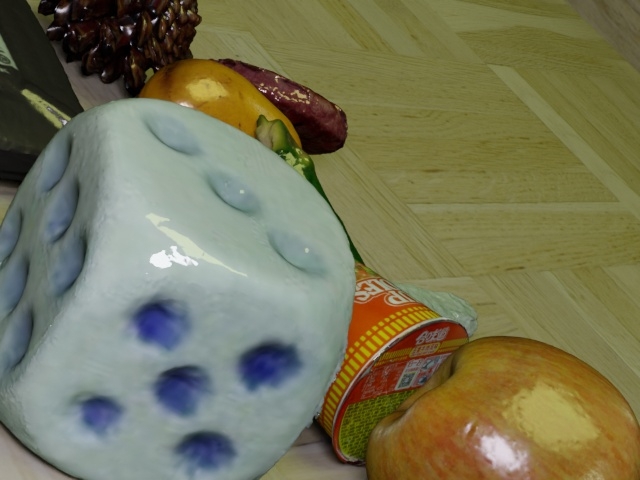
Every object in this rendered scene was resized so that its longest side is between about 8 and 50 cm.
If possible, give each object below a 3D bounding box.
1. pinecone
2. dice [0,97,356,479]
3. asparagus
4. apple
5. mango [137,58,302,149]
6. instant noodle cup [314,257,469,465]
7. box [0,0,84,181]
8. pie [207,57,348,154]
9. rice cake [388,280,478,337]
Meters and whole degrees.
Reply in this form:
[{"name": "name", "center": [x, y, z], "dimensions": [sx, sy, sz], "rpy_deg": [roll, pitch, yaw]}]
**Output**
[{"name": "pinecone", "center": [-0.243, -0.288, 2.186], "dimensions": [0.221, 0.221, 0.221], "rpy_deg": [30, 25, -16]}, {"name": "dice", "center": [-0.144, 0.051, 1.627], "dimensions": [0.262, 0.265, 0.268], "rpy_deg": [24, 28, -26]}, {"name": "asparagus", "center": [-0.001, 0.001, 2.035], "dimensions": [0.085, 0.082, 0.343], "rpy_deg": [-9, 69, -58]}, {"name": "apple", "center": [0.175, 0.217, 1.772], "dimensions": [0.264, 0.264, 0.264], "rpy_deg": [30, 25, -16]}, {"name": "mango", "center": [-0.116, -0.128, 2.131], "dimensions": [0.219, 0.145, 0.112], "rpy_deg": [26, -9, -24]}, {"name": "instant noodle cup", "center": [0.018, 0.099, 1.888], "dimensions": [0.212, 0.193, 0.193], "rpy_deg": [41, 23, 33]}, {"name": "box", "center": [-0.420, -0.198, 1.907], "dimensions": [0.359, 0.091, 0.350], "rpy_deg": [9, 36, -43]}, {"name": "pie", "center": [-0.066, -0.169, 2.270], "dimensions": [0.218, 0.054, 0.204], "rpy_deg": [29, -13, -36]}, {"name": "rice cake", "center": [0.101, 0.087, 2.131], "dimensions": [0.206, 0.069, 0.063], "rpy_deg": [17, 31, -40]}]
